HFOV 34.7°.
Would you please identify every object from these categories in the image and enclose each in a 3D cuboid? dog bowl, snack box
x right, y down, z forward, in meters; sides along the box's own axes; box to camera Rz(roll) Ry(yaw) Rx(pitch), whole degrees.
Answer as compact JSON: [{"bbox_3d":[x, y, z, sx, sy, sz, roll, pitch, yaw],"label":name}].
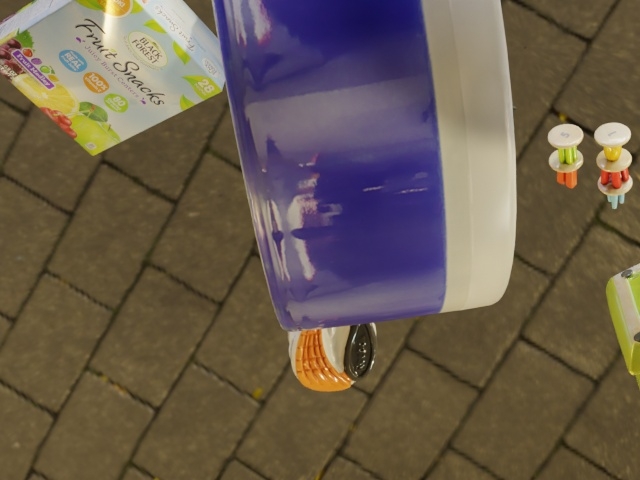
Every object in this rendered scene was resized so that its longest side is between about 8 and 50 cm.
[{"bbox_3d":[0.013,-0.091,0.494,0.104,0.265,0.264,-9,99,0],"label":"dog bowl"},{"bbox_3d":[-0.231,-0.202,1.120,0.207,0.070,0.174,-22,131,30],"label":"snack box"}]

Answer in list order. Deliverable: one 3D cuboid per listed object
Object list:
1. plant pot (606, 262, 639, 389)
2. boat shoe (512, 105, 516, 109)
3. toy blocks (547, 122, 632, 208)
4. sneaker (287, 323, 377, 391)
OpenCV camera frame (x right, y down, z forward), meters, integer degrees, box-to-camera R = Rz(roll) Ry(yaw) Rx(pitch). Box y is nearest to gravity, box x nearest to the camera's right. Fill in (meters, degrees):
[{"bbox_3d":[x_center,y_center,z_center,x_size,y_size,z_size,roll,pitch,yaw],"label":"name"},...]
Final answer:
[{"bbox_3d":[0.508,0.129,1.346,0.227,0.228,0.207,-27,115,20],"label":"plant pot"},{"bbox_3d":[0.147,-0.146,1.081,0.113,0.127,0.340,-49,130,-7],"label":"boat shoe"},{"bbox_3d":[0.417,-0.109,1.583,0.123,0.054,0.148,0,136,18],"label":"toy blocks"},{"bbox_3d":[0.000,0.000,0.922,0.099,0.121,0.262,-1,117,-19],"label":"sneaker"}]
